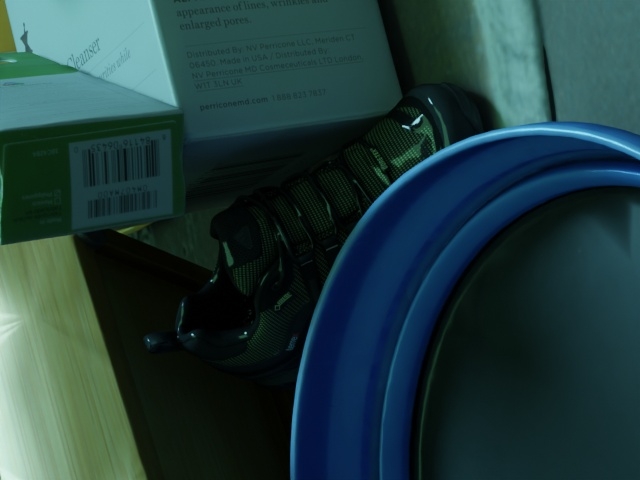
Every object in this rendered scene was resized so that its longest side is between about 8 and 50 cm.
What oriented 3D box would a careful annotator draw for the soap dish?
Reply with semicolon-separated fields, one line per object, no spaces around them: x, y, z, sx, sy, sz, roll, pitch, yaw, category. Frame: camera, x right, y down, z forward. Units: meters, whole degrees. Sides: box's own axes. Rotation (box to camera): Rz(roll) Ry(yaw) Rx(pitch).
-0.097;0.127;1.122;0.118;0.229;0.291;-39;52;23;soap dish

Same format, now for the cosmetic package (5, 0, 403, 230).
-0.103;-0.220;1.140;0.217;0.156;0.385;-30;74;58;cosmetic package

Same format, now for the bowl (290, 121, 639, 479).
0.130;0.138;0.908;0.391;0.077;0.391;5;96;52;bowl

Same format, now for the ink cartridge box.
-0.171;-0.058;1.045;0.209;0.109;0.062;25;119;55;ink cartridge box

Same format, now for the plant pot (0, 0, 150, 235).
-0.207;-0.117;1.315;0.205;0.205;0.188;-42;47;53;plant pot

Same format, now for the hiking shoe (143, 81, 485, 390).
0.000;0.000;1.041;0.227;0.114;0.086;-51;55;23;hiking shoe
